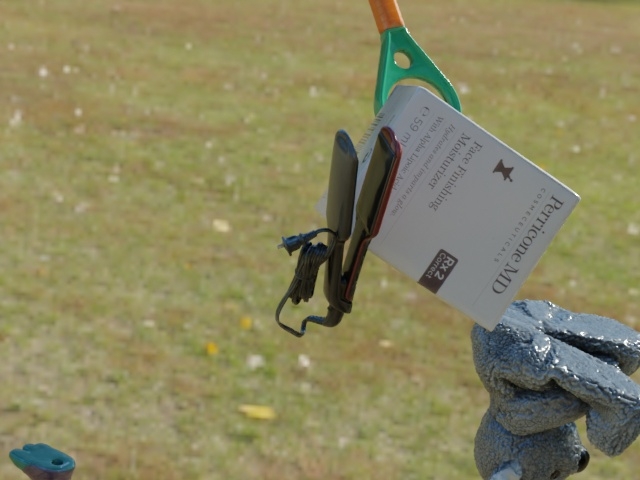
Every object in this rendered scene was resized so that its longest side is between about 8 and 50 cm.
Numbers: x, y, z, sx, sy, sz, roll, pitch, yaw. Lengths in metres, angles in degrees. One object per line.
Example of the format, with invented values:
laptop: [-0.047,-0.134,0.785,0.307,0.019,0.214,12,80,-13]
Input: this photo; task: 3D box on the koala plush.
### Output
koala plush: [0.237,0.198,1.653,0.203,0.221,0.196,20,26,1]

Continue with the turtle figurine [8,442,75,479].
turtle figurine: [-0.254,0.299,1.238,0.118,0.234,0.175,7,20,-7]

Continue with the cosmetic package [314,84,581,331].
cosmetic package: [0.114,-0.034,1.383,0.183,0.151,0.151,33,2,-8]

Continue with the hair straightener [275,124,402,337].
hair straightener: [0.000,0.000,1.257,0.089,0.230,0.047,-4,46,-23]

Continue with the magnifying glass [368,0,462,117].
magnifying glass: [0.081,-0.195,1.532,0.092,0.231,0.026,-12,-10,-24]
